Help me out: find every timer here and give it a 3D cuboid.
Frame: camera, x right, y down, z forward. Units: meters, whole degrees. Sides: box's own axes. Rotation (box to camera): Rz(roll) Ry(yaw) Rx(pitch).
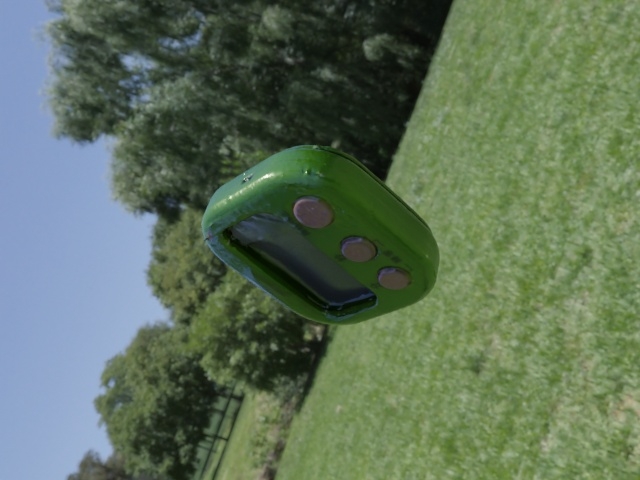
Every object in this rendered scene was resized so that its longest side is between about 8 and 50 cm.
[{"bbox_3d":[0.000,0.000,0.493,0.128,0.140,0.047,-25,37,42],"label":"timer"}]
